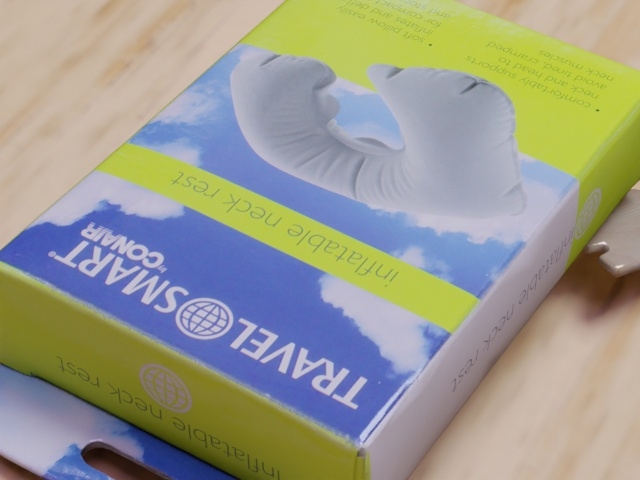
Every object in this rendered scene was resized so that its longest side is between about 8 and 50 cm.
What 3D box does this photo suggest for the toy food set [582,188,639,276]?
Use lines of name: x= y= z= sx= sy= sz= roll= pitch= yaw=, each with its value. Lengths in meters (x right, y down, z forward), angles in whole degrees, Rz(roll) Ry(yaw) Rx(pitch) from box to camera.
toy food set: x=0.163 y=0.047 z=0.483 sx=0.132 sy=0.038 sz=0.192 roll=-17 pitch=46 yaw=-33

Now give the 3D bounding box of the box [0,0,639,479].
box: x=0.000 y=0.000 z=0.456 sx=0.109 sy=0.042 sz=0.178 roll=24 pitch=47 yaw=22
